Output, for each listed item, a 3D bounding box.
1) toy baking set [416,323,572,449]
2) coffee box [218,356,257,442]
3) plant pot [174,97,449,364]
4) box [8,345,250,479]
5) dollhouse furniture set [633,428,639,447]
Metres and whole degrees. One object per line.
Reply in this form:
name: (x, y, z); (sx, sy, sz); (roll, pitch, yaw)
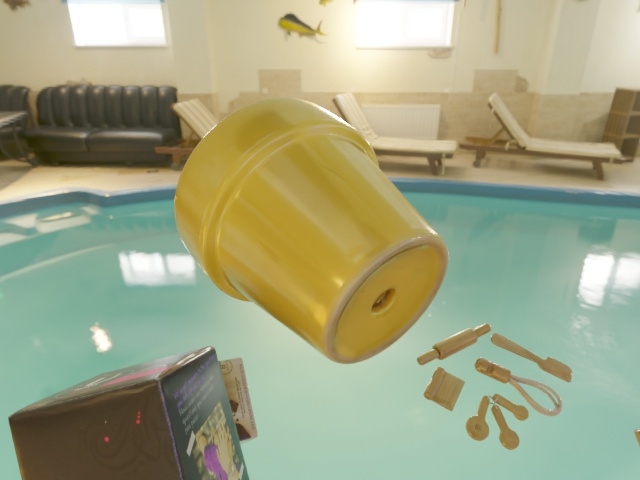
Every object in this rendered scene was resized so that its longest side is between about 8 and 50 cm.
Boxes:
toy baking set: (0.293, 0.234, 0.748); (0.256, 0.030, 0.196); (-22, 56, -25)
coffee box: (-0.296, 0.351, 0.879); (0.297, 0.119, 0.168); (-2, 61, -32)
plant pot: (0.000, 0.000, 0.504); (0.254, 0.253, 0.239); (-17, 44, -33)
box: (-0.176, 0.272, 0.463); (0.165, 0.270, 0.143); (-16, -4, 8)
dollhouse furniture set: (0.304, 0.248, 0.426); (0.182, 0.160, 0.101); (-16, -13, 14)
